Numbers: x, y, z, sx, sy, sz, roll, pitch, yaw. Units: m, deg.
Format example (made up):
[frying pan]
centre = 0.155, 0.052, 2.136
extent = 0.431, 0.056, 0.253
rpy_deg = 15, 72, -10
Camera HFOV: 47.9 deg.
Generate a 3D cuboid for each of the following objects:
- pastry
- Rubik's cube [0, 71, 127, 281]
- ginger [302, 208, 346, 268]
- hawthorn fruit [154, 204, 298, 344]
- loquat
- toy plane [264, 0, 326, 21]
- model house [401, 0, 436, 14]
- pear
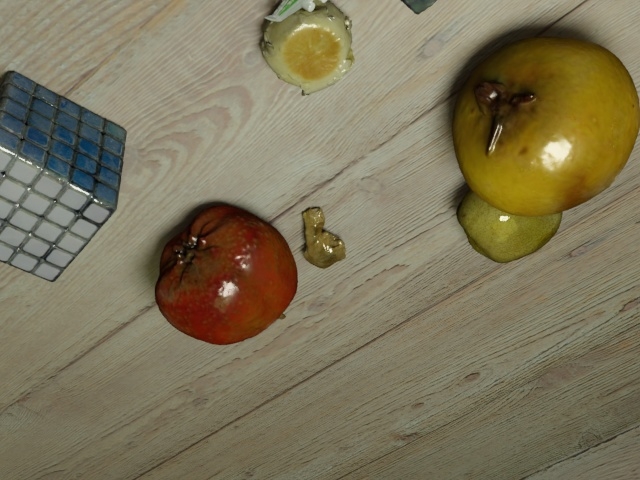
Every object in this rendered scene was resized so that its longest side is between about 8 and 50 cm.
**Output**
[pastry]
centre = -0.020, -0.340, 1.246
extent = 0.165, 0.088, 0.166
rpy_deg = -4, 134, -4
[Rubik's cube]
centre = -0.509, -0.111, 1.280
extent = 0.237, 0.237, 0.238
rpy_deg = 30, 122, -30
[ginger]
centre = 0.009, 0.002, 1.583
extent = 0.096, 0.067, 0.165
rpy_deg = 8, 135, 13
[hawthorn fruit]
centre = -0.175, 0.093, 1.514
extent = 0.287, 0.287, 0.330
rpy_deg = -31, 136, 19
[loquat]
centre = 0.413, -0.199, 1.296
extent = 0.359, 0.328, 0.328
rpy_deg = 17, 129, -40
[toy plane]
centre = -0.015, -0.437, 1.099
extent = 0.255, 0.101, 0.251
rpy_deg = 32, 140, 18
[model house]
centre = 0.165, -0.531, 1.029
extent = 0.301, 0.190, 0.271
rpy_deg = -37, 127, 22
[pear]
centre = 0.398, -0.060, 1.494
extent = 0.211, 0.228, 0.188
rpy_deg = -38, 84, 5
